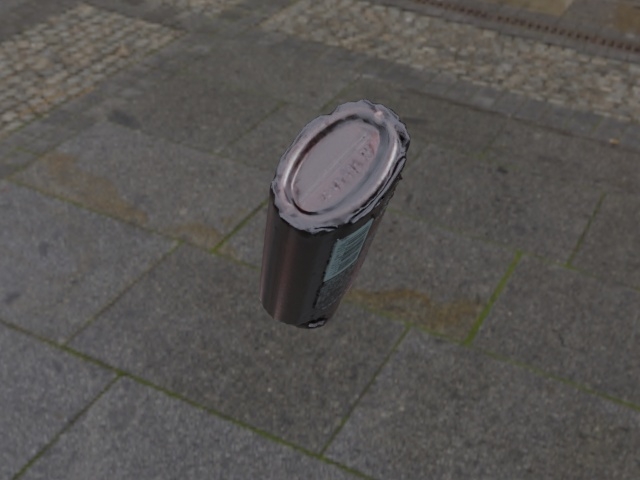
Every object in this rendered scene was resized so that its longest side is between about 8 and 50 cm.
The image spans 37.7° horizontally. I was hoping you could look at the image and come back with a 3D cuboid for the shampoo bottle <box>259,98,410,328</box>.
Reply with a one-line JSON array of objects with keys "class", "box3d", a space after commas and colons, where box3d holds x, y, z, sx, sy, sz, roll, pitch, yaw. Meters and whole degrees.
[{"class": "shampoo bottle", "box3d": [0.000, 0.000, 0.827, 0.084, 0.323, 0.129, 37, 71, 8]}]
